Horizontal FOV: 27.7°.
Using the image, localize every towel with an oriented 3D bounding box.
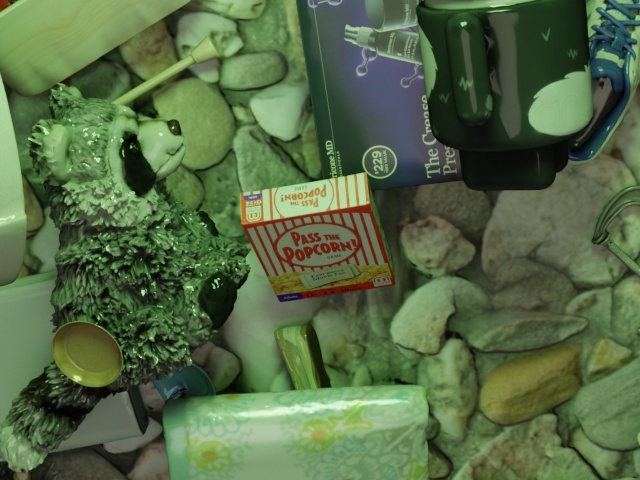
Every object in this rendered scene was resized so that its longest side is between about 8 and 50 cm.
[{"bbox_3d":[-0.023,0.345,1.626,0.320,0.090,0.374,-5,119,-3],"label":"towel"}]

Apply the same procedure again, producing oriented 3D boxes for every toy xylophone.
[{"bbox_3d":[-0.255,-0.257,1.463,0.322,0.081,0.236,-24,138,5],"label":"toy xylophone"}]

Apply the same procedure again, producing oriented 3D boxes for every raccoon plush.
[{"bbox_3d":[-0.294,0.045,1.457,0.299,0.216,0.446,43,90,-23],"label":"raccoon plush"}]

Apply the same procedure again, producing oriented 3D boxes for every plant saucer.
[{"bbox_3d":[-0.253,0.121,1.418,0.083,0.015,0.083,6,117,12],"label":"plant saucer"}]

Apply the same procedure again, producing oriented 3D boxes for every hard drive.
[{"bbox_3d":[-0.422,0.174,1.664,0.353,0.047,0.233,-12,108,9],"label":"hard drive"}]

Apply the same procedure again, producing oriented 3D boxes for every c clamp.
[{"bbox_3d":[0.387,0.017,1.551,0.137,0.022,0.161,-40,102,16],"label":"c clamp"}]

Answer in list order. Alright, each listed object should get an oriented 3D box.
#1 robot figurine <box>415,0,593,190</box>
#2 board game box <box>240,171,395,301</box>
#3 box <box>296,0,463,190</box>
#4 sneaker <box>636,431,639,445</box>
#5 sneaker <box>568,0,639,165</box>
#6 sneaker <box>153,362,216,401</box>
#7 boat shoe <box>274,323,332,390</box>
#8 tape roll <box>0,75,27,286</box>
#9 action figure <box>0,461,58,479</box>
[{"bbox_3d":[0.185,-0.193,1.324,0.173,0.209,0.278,-13,109,-12],"label":"robot figurine"},{"bbox_3d":[0.000,0.000,1.508,0.147,0.045,0.193,-9,149,8],"label":"board game box"},{"bbox_3d":[0.079,-0.195,1.466,0.184,0.103,0.261,-6,108,10],"label":"box"},{"bbox_3d":[0.471,0.260,1.606,0.152,0.058,0.084,35,114,-11],"label":"sneaker"},{"bbox_3d":[0.326,-0.218,1.419,0.112,0.131,0.296,14,108,2],"label":"sneaker"},{"bbox_3d":[-0.156,0.217,1.641,0.063,0.073,0.162,-36,103,16],"label":"sneaker"},{"bbox_3d":[-0.019,0.179,1.628,0.048,0.056,0.153,-9,107,18],"label":"boat shoe"},{"bbox_3d":[-0.413,-0.131,1.395,0.072,0.392,0.392,-16,111,-26],"label":"tape roll"},{"bbox_3d":[-0.458,0.287,1.633,0.185,0.099,0.285,-41,106,8],"label":"action figure"}]
